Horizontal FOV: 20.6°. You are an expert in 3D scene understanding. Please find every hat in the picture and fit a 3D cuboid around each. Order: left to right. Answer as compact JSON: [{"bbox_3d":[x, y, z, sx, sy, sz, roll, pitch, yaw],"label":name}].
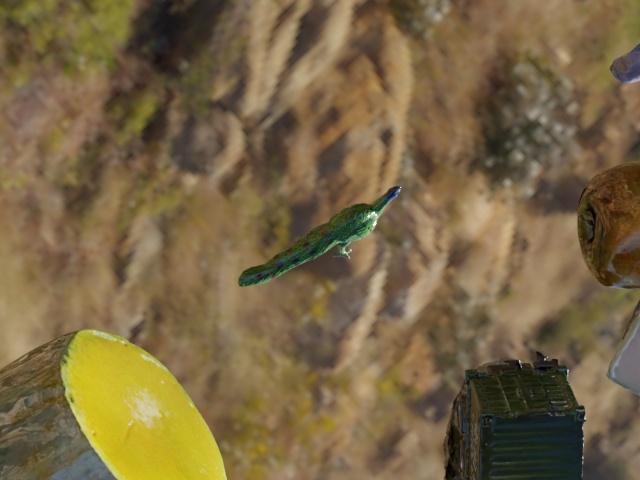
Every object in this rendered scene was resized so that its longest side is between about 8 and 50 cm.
[{"bbox_3d":[0.427,-0.239,2.338,0.087,0.042,0.058,-32,176,-24],"label":"hat"}]

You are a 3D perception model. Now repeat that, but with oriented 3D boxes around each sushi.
[{"bbox_3d":[0.161,0.173,1.621,0.150,0.091,0.078,-64,163,-56],"label":"sushi"}]

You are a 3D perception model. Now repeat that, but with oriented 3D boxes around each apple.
[{"bbox_3d":[0.259,-0.013,1.398,0.102,0.099,0.114,-1,-175,-7],"label":"apple"}]

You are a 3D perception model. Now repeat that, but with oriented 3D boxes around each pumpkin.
[{"bbox_3d":[-0.244,0.243,1.901,0.199,0.332,0.332,-39,165,10],"label":"pumpkin"}]

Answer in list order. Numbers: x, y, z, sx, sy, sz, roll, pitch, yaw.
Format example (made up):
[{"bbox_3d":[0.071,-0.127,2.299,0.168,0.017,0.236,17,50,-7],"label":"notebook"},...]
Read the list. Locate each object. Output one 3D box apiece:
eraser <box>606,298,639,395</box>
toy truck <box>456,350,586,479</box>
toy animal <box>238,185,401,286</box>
[{"bbox_3d":[0.350,0.035,1.601,0.287,0.086,0.130,-42,156,-59],"label":"eraser"},{"bbox_3d":[0.150,0.221,1.354,0.121,0.088,0.259,-102,-170,-68],"label":"toy truck"},{"bbox_3d":[0.002,0.005,2.014,0.217,0.041,0.075,-30,161,-7],"label":"toy animal"}]
